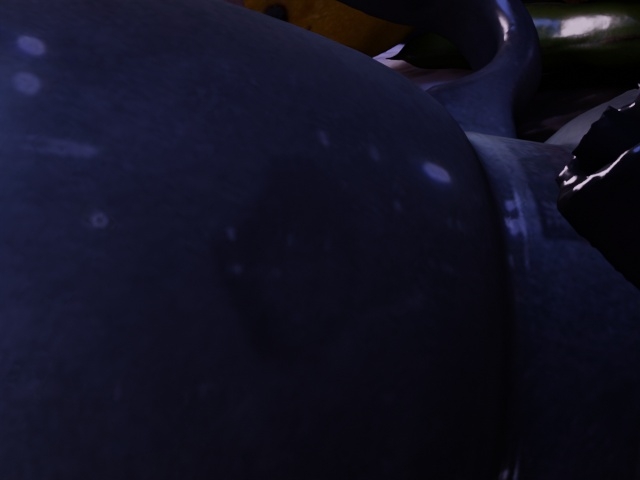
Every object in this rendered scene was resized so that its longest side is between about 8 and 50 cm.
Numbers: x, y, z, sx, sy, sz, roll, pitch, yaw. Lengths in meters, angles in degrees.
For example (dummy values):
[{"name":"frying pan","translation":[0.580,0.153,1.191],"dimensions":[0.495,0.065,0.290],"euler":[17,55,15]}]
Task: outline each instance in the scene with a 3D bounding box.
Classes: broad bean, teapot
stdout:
[{"name":"broad bean","translation":[0.169,-0.117,0.933],"dimensions":[0.297,0.043,0.060],"euler":[1,13,31]},{"name":"teapot","translation":[-0.003,0.023,0.515],"dimensions":[0.285,0.223,0.305],"euler":[5,23,-14]}]

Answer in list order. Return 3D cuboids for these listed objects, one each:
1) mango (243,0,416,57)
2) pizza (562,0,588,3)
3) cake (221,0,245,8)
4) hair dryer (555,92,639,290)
[{"name":"mango","translation":[-0.044,-0.123,0.951],"dimensions":[0.262,0.157,0.109],"euler":[-33,67,-33]},{"name":"pizza","translation":[0.209,-0.185,0.970],"dimensions":[0.229,0.081,0.289],"euler":[-15,10,-25]},{"name":"cake","translation":[-0.184,-0.042,0.763],"dimensions":[0.309,0.237,0.230],"euler":[-9,26,18]},{"name":"hair dryer","translation":[0.149,0.061,0.378],"dimensions":[0.089,0.251,0.197],"euler":[-44,6,41]}]
